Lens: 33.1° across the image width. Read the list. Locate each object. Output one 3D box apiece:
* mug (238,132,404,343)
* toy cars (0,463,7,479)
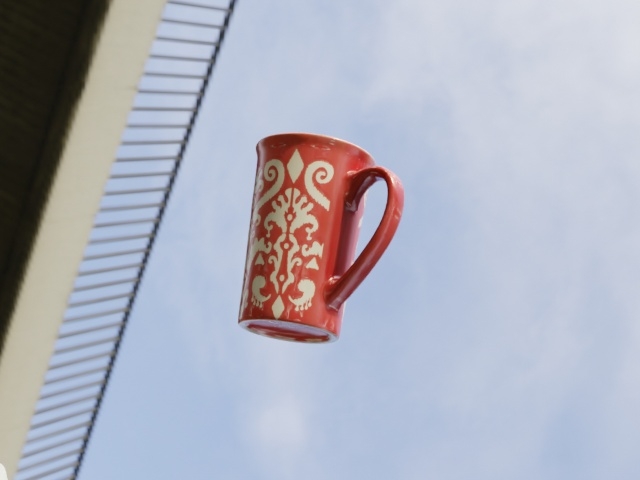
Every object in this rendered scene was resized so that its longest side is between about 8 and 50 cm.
[{"bbox_3d":[-0.010,-0.002,0.957,0.150,0.113,0.169,-24,-127,63],"label":"mug"},{"bbox_3d":[-0.382,0.171,0.946,0.393,0.176,0.087,45,-80,-3],"label":"toy cars"}]
